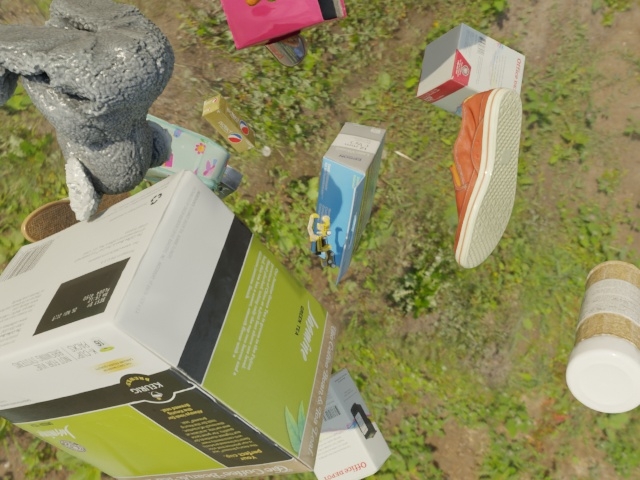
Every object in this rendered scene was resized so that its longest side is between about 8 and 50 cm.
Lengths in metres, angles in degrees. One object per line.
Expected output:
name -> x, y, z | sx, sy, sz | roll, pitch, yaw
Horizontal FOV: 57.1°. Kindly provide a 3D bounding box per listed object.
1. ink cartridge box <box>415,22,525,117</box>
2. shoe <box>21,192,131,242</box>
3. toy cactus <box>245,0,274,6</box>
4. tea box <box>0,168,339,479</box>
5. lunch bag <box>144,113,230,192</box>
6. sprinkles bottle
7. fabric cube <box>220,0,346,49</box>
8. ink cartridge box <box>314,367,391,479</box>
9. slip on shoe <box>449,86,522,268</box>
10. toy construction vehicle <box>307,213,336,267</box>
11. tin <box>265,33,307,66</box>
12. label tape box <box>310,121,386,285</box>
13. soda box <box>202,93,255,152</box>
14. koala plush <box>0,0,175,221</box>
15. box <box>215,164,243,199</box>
ink cartridge box -> 0.317, -0.343, 1.239 | 0.176, 0.127, 0.128 | 18, 77, -23
shoe -> -0.452, -0.045, 1.089 | 0.219, 0.058, 0.077 | -32, 103, -48
toy cactus -> -0.087, -0.457, 0.962 | 0.219, 0.180, 0.112 | -26, 126, -13
tea box -> -0.206, 0.137, 0.740 | 0.329, 0.220, 0.323 | -18, 129, 30
lunch bag -> -0.336, -0.178, 1.264 | 0.279, 0.224, 0.108 | 20, 80, -15
sprinkles bottle -> 0.531, 0.159, 1.073 | 0.355, 0.121, 0.121 | -41, 126, -53
fabric cube -> -0.108, -0.689, 1.610 | 0.258, 0.259, 0.254 | -12, 108, 22
ink cartridge box -> 0.026, 0.341, 1.063 | 0.127, 0.072, 0.175 | -33, 80, 29
slip on shoe -> 0.292, -0.113, 1.089 | 0.123, 0.101, 0.331 | -4, 103, -41
toy construction vehicle -> 0.000, 0.000, 1.115 | 0.035, 0.086, 0.098 | -8, 100, -9
tin -> -0.120, -0.620, 1.809 | 0.106, 0.040, 0.190 | -39, 94, 24
label tape box -> 0.053, -0.096, 1.361 | 0.115, 0.348, 0.249 | 15, 123, 10
soda box -> -0.261, -0.335, 1.700 | 0.058, 0.061, 0.181 | -18, 143, 24
koala plush -> -0.257, -0.143, 0.688 | 0.196, 0.203, 0.221 | -51, 152, -44
box -> -0.347, -0.182, 1.665 | 0.183, 0.231, 0.056 | 33, 66, -22
